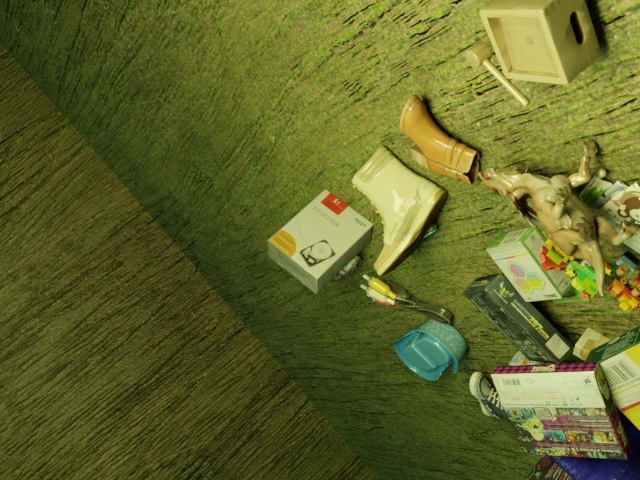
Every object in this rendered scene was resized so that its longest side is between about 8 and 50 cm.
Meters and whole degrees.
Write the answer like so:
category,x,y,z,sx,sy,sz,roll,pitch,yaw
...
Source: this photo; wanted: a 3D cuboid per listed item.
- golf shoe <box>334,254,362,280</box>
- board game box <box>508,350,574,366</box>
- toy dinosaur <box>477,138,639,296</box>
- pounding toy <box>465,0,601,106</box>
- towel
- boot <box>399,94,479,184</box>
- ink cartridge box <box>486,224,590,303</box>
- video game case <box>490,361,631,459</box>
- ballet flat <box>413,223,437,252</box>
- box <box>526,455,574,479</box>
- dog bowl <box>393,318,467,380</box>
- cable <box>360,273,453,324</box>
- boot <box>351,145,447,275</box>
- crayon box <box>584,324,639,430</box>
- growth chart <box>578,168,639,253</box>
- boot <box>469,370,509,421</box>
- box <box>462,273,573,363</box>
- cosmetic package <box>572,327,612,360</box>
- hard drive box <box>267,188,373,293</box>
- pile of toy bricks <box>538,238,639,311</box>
category,x,y,z,sx,sy,sz,roll,pitch,yaw
golf shoe,0.061,0.066,2.132,0.086,0.067,0.186,50,156,-5
board game box,0.569,0.355,1.761,0.194,0.060,0.194,49,156,-7
toy dinosaur,0.426,-0.039,1.256,0.296,0.127,0.200,62,161,11
pounding toy,0.326,-0.308,1.117,0.206,0.094,0.181,27,156,55
towel,0.645,0.455,1.586,0.308,0.227,0.076,43,162,11
boot,0.245,-0.200,1.430,0.152,0.073,0.197,31,163,34
ink cartridge box,0.459,0.072,1.505,0.209,0.062,0.109,51,155,-10
video game case,0.496,0.354,1.482,0.232,0.042,0.210,-13,107,43
ballet flat,0.227,-0.014,1.755,0.070,0.070,0.188,45,152,4
box,0.646,0.548,1.703,0.163,0.247,0.142,54,156,-16
dog bowl,0.324,0.314,2.075,0.166,0.074,0.297,44,157,4
cable,0.243,0.189,2.021,0.287,0.072,0.139,31,157,31
boot,0.149,-0.066,1.658,0.203,0.095,0.262,40,123,17
crayon box,0.700,0.310,1.386,0.318,0.081,0.202,47,136,1
growth chart,0.557,-0.032,1.241,0.237,0.021,0.172,37,153,19
boot,0.493,0.444,2.026,0.086,0.069,0.190,11,146,42
box,0.449,0.180,1.639,0.233,0.059,0.183,46,171,2
cosmetic package,0.609,0.244,1.527,0.115,0.060,0.041,30,151,29
hard drive box,0.000,0.000,1.930,0.181,0.232,0.089,37,153,20
pile of toy bricks,0.517,0.068,1.352,0.212,0.105,0.118,41,155,12
